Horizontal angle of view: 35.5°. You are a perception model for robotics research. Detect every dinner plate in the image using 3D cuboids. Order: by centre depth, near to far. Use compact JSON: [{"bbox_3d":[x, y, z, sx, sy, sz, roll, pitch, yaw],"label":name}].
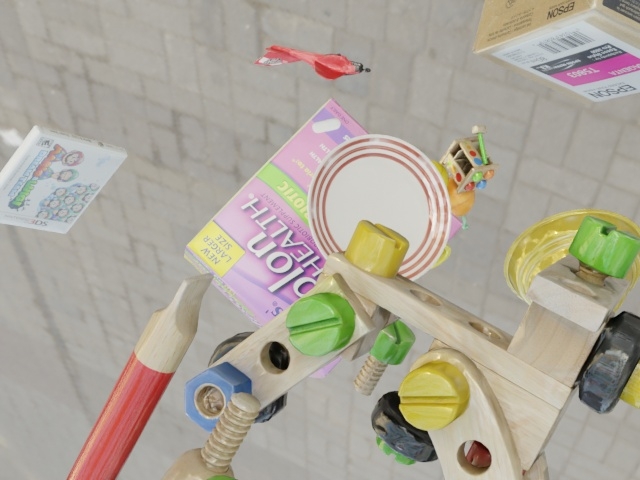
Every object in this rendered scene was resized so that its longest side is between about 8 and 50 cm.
[{"bbox_3d":[0.053,-0.027,0.910,0.141,0.141,0.017,39,164,-11],"label":"dinner plate"}]

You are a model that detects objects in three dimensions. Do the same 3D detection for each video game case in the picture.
[{"bbox_3d":[-0.348,-0.075,1.295,0.157,0.143,0.019,-47,57,23],"label":"video game case"}]

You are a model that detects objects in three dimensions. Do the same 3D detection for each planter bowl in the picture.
[{"bbox_3d":[0.388,0.062,1.490,0.217,0.090,0.217,0,133,0],"label":"planter bowl"}]

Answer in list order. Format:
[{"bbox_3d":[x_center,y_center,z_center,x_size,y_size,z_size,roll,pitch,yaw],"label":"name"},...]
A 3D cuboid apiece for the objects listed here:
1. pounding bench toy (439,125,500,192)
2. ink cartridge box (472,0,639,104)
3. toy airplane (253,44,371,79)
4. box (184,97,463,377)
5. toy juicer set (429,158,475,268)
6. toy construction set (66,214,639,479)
[{"bbox_3d":[0.221,-0.115,1.421,0.065,0.052,0.083,62,145,25],"label":"pounding bench toy"},{"bbox_3d":[0.328,-0.248,1.189,0.193,0.088,0.234,20,170,-22],"label":"ink cartridge box"},{"bbox_3d":[-0.010,-0.229,1.276,0.151,0.151,0.028,15,108,25],"label":"toy airplane"},{"bbox_3d":[0.000,0.000,1.169,0.213,0.243,0.117,44,169,-1],"label":"box"},{"bbox_3d":[0.094,-0.026,1.426,0.209,0.328,0.090,-52,51,40],"label":"toy juicer set"},{"bbox_3d":[0.043,0.062,0.563,0.308,0.237,0.257,10,-153,-43],"label":"toy construction set"}]
